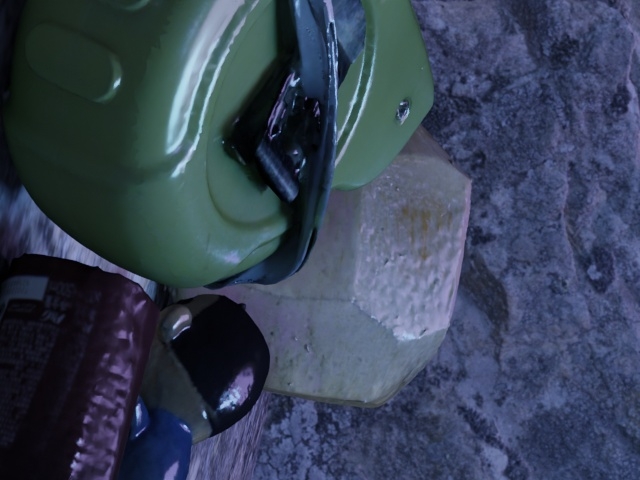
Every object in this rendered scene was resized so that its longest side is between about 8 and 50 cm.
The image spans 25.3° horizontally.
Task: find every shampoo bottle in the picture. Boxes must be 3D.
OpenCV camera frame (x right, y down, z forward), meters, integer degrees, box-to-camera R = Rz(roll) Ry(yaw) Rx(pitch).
[{"bbox_3d":[-0.114,0.122,0.510,0.068,0.067,0.236,120,-15,-68],"label":"shampoo bottle"}]

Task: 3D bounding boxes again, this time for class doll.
[{"bbox_3d":[-0.094,0.094,0.765,0.179,0.089,0.102,-49,162,-29],"label":"doll"}]

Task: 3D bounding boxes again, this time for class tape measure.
[{"bbox_3d":[-0.032,-0.066,0.531,0.175,0.106,0.200,-55,156,-19],"label":"tape measure"}]

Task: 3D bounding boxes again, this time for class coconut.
[{"bbox_3d":[0.000,0.000,1.001,0.237,0.197,0.237,9,90,-87],"label":"coconut"}]
